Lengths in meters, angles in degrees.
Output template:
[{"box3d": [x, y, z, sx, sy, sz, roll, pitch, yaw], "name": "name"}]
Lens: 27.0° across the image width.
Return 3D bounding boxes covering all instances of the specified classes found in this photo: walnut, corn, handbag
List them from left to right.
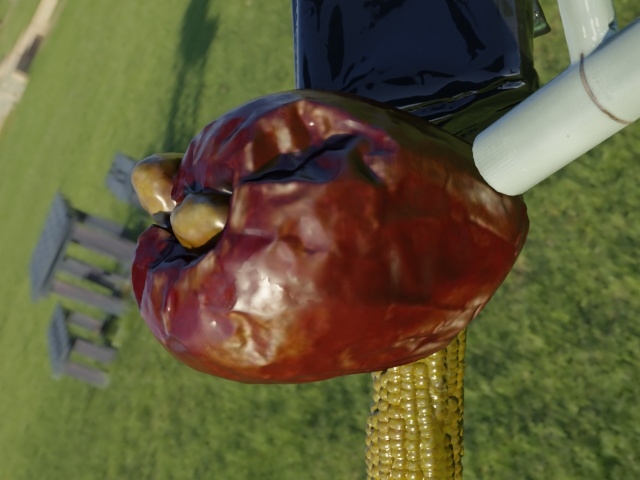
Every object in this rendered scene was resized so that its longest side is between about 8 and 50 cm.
[{"box3d": [0.000, 0.000, 0.999, 0.244, 0.269, 0.222, 23, 99, 60], "name": "walnut"}, {"box3d": [0.093, 0.125, 1.245, 0.097, 0.097, 0.320, -145, 56, -71], "name": "corn"}, {"box3d": [0.112, -0.216, 1.252, 0.275, 0.178, 0.302, -13, 67, 29], "name": "handbag"}]

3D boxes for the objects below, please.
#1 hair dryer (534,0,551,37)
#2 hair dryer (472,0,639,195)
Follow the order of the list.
[{"box3d": [0.143, -0.235, 1.649, 0.302, 0.244, 0.116, 86, 166, -78], "name": "hair dryer"}, {"box3d": [0.119, -0.137, 0.687, 0.155, 0.044, 0.183, -37, 64, 42], "name": "hair dryer"}]
